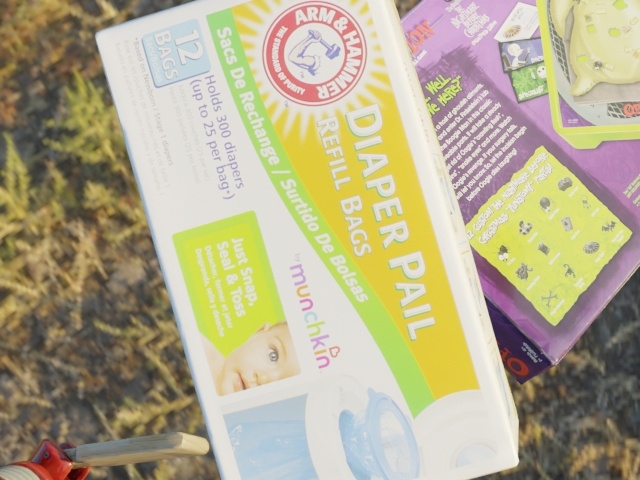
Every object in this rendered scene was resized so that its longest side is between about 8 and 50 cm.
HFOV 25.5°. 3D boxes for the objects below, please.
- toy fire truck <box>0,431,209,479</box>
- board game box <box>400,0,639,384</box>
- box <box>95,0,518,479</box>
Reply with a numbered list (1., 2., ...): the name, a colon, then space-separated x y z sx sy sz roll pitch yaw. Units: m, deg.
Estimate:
1. toy fire truck: -0.233 0.216 1.133 0.158 0.217 0.246 37 94 12
2. board game box: 0.156 -0.096 0.895 0.208 0.056 0.347 47 59 -1
3. box: 0.000 0.000 0.571 0.114 0.103 0.203 -17 89 8
